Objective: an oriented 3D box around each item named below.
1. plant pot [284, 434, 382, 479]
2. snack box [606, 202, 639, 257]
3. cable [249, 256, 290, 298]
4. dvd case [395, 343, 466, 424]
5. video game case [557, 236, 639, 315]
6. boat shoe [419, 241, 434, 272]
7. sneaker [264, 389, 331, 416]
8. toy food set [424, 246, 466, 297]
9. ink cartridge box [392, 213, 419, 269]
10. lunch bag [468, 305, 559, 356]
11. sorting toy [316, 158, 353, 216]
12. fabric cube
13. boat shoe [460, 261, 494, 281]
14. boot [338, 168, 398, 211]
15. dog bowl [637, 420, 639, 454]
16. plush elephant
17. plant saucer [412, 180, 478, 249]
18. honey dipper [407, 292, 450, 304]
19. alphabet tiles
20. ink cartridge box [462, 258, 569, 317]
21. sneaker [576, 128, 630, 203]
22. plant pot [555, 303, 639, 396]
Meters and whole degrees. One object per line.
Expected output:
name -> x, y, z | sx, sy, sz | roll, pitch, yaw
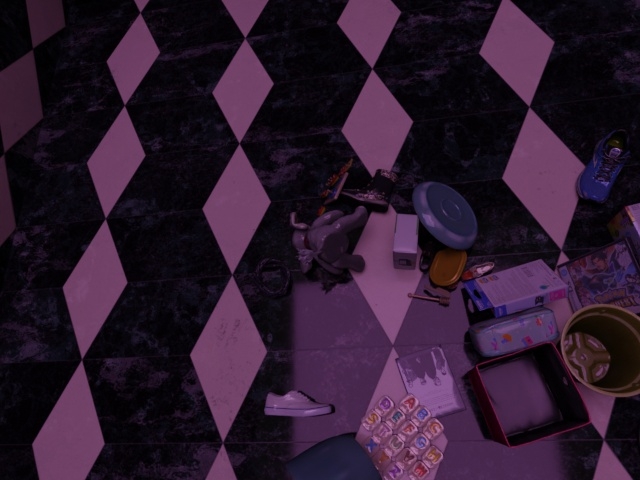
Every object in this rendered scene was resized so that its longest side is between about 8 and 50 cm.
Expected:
plant pot -> 0.058, 0.788, 1.480 | 0.235, 0.293, 0.293 | -32, 66, -19
snack box -> 1.129, -0.005, 1.612 | 0.070, 0.174, 0.207 | -16, 67, 7
cable -> -0.199, 0.157, 1.898 | 0.184, 0.047, 0.150 | 38, 76, 24
dvd case -> 0.397, 0.520, 1.640 | 0.179, 0.029, 0.238 | -19, 68, 4
video game case -> 0.973, 0.154, 1.546 | 0.035, 0.275, 0.248 | 2, 65, -24
boat shoe -> 0.427, 0.062, 1.804 | 0.049, 0.042, 0.133 | 12, 71, 18
sneaker -> -0.087, 0.602, 1.672 | 0.258, 0.094, 0.091 | -3, 73, 11
toy food set -> 0.498, 0.125, 1.757 | 0.128, 0.071, 0.218 | 14, 69, 41
ink cartridge box -> 0.331, 0.010, 1.751 | 0.093, 0.212, 0.154 | 4, 70, 10
lunch bag -> 0.667, 0.313, 1.563 | 0.279, 0.224, 0.108 | -18, 82, 5
sorting toy -> 0.056, -0.236, 1.942 | 0.046, 0.132, 0.274 | 29, 75, -14
fabric cube -> 0.659, 0.503, 1.470 | 0.259, 0.258, 0.254 | -19, 66, 4
boat shoe -> 0.606, 0.120, 1.743 | 0.137, 0.043, 0.049 | -21, 69, 4
boot -> 0.204, -0.226, 1.942 | 0.236, 0.085, 0.178 | 16, 67, 21
dog bowl -> 1.218, 0.646, 1.359 | 0.408, 0.150, 0.408 | -4, 68, 10
plush elephant -> 0.000, 0.000, 1.824 | 0.330, 0.272, 0.255 | -15, 22, -28
plant saucer -> 0.495, -0.110, 1.744 | 0.317, 0.044, 0.317 | 18, 50, -22
honey dipper -> 0.420, 0.224, 1.752 | 0.161, 0.030, 0.030 | 7, 71, 19
alphabet tiles -> 0.282, 0.695, 1.582 | 0.278, 0.021, 0.284 | -47, 67, 0
ink cartridge box -> 0.701, 0.178, 1.641 | 0.311, 0.065, 0.186 | -16, 28, 3
sneaker -> 1.099, -0.295, 1.745 | 0.130, 0.147, 0.330 | 22, 76, 18
plant pot -> 0.896, 0.369, 1.474 | 0.276, 0.254, 0.276 | -4, 69, 10
